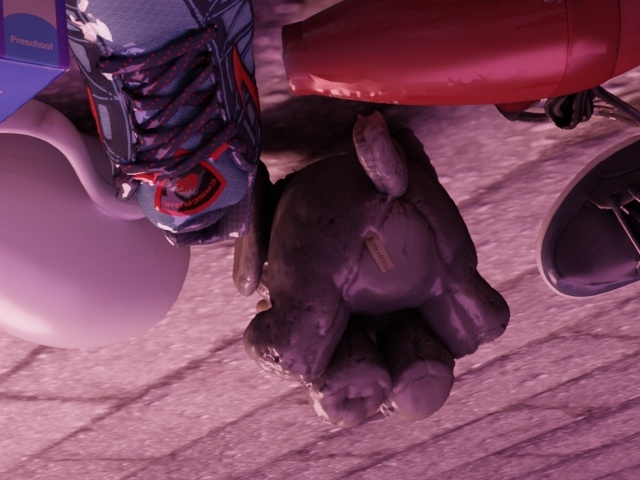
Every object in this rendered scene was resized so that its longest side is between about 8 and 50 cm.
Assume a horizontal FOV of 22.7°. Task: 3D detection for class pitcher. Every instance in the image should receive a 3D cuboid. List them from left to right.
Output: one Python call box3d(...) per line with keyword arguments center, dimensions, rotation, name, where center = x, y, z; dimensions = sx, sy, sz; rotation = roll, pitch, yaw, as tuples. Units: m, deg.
box3d(center=(-0.157, -0.018, 0.894), dimensions=(0.178, 0.125, 0.207), rotation=(-15, 152, 40), name="pitcher")

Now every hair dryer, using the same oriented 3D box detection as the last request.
box3d(center=(0.112, -0.090, 0.871), dimensions=(0.294, 0.080, 0.223), rotation=(4, 158, -31), name="hair dryer")

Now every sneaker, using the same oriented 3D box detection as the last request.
box3d(center=(-0.063, -0.071, 0.777), dimensions=(0.104, 0.125, 0.262), rotation=(-13, 162, 1), name="sneaker")
box3d(center=(0.225, -0.032, 0.955), dimensions=(0.226, 0.086, 0.163), rotation=(-35, -178, 12), name="sneaker")

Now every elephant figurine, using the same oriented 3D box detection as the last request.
box3d(center=(0.000, 0.000, 1.001), dimensions=(0.169, 0.239, 0.186), rotation=(34, 99, -28), name="elephant figurine")

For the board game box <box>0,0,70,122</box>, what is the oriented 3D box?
box3d(center=(-0.310, -0.085, 0.641), dimensions=(0.347, 0.078, 0.233), rotation=(7, 157, -38), name="board game box")
